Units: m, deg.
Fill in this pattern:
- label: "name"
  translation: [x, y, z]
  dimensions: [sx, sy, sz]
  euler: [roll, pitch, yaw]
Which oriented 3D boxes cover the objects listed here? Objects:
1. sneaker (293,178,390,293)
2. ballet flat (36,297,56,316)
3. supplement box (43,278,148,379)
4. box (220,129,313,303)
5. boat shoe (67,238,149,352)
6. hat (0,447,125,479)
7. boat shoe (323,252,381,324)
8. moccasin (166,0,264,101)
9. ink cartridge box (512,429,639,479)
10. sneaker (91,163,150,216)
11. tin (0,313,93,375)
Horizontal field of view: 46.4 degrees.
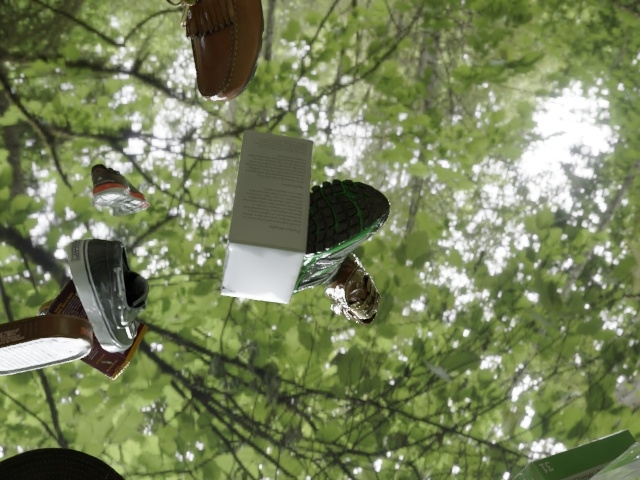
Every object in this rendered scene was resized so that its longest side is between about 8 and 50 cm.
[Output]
- label: "sneaker"
  translation: [0.000, 0.000, 1.386]
  dimensions: [0.146, 0.343, 0.134]
  euler: [18, -126, -41]
- label: "ballet flat"
  translation: [-0.572, 0.164, 1.662]
  dimensions: [0.080, 0.232, 0.073]
  euler: [-8, -114, -4]
- label: "supplement box"
  translation: [-0.459, 0.179, 1.499]
  dimensions: [0.188, 0.081, 0.104]
  euler: [35, -145, -14]
- label: "box"
  translation: [-0.066, -0.028, 0.934]
  dimensions: [0.091, 0.130, 0.170]
  euler: [8, -123, -8]
- label: "boat shoe"
  translation: [-0.347, 0.097, 1.295]
  dimensions: [0.102, 0.301, 0.108]
  euler: [-7, -129, -4]
- label: "hat"
  translation: [-0.426, 0.470, 1.107]
  dimensions: [0.331, 0.331, 0.134]
  euler: [-17, -179, -27]
- label: "boat shoe"
  translation: [0.093, 0.128, 1.821]
  dimensions: [0.120, 0.324, 0.122]
  euler: [32, -101, 16]
- label: "moccasin"
  translation: [-0.168, -0.402, 1.124]
  dimensions: [0.139, 0.380, 0.147]
  euler: [7, -171, 41]
- label: "ink cartridge box"
  translation: [0.294, 0.240, 0.795]
  dimensions: [0.171, 0.235, 0.056]
  euler: [-5, -133, -34]
- label: "sneaker"
  translation: [-0.308, -0.081, 1.148]
  dimensions: [0.061, 0.158, 0.065]
  euler: [-19, -101, -1]
- label: "tin"
  translation: [-0.407, 0.146, 1.026]
  dimensions: [0.190, 0.106, 0.040]
  euler: [-13, -114, 4]
